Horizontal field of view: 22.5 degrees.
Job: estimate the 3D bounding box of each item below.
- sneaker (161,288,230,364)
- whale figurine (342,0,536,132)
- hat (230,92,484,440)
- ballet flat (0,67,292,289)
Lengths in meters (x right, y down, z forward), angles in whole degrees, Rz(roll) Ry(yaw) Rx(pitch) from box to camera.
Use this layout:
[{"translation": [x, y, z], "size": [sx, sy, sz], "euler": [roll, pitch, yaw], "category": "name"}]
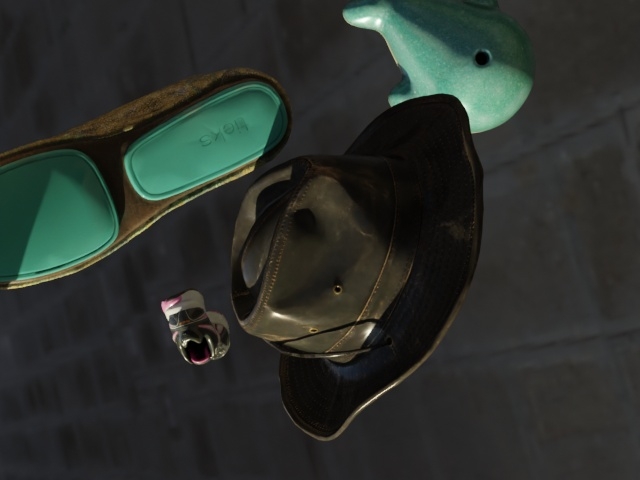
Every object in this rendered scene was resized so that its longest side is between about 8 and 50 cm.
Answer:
[{"translation": [-0.161, 0.131, 2.094], "size": [0.178, 0.072, 0.077], "euler": [51, -159, -64], "category": "sneaker"}, {"translation": [0.164, -0.264, 2.153], "size": [0.272, 0.216, 0.141], "euler": [39, 176, -4], "category": "whale figurine"}, {"translation": [0.000, 0.000, 1.396], "size": [0.331, 0.134, 0.331], "euler": [-46, 32, 42], "category": "hat"}, {"translation": [-0.190, -0.056, 1.402], "size": [0.123, 0.348, 0.123], "euler": [55, 161, 29], "category": "ballet flat"}]
